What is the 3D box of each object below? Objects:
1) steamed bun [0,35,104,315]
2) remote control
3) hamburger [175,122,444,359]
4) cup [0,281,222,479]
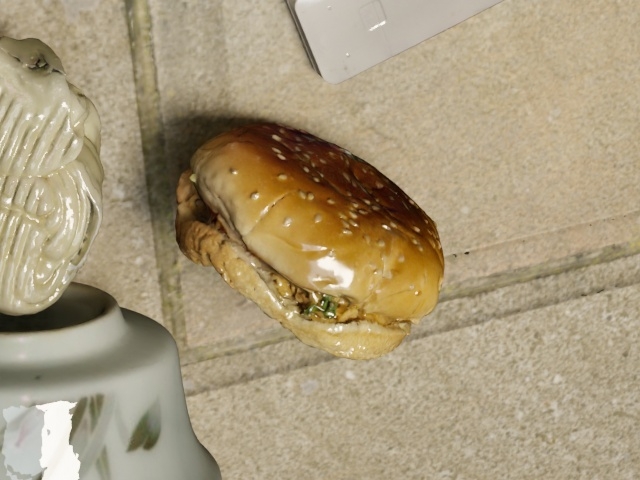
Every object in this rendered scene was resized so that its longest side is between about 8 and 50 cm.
[{"bbox_3d":[-0.269,-0.068,1.245,0.218,0.144,0.211,19,102,-1],"label":"steamed bun"},{"bbox_3d":[0.096,-0.232,1.357,0.250,0.034,0.103,-28,127,-4],"label":"remote control"},{"bbox_3d":[0.000,0.000,1.337,0.286,0.243,0.146,20,110,-48],"label":"hamburger"},{"bbox_3d":[-0.253,0.130,1.274,0.347,0.347,0.163,-4,106,-21],"label":"cup"}]
